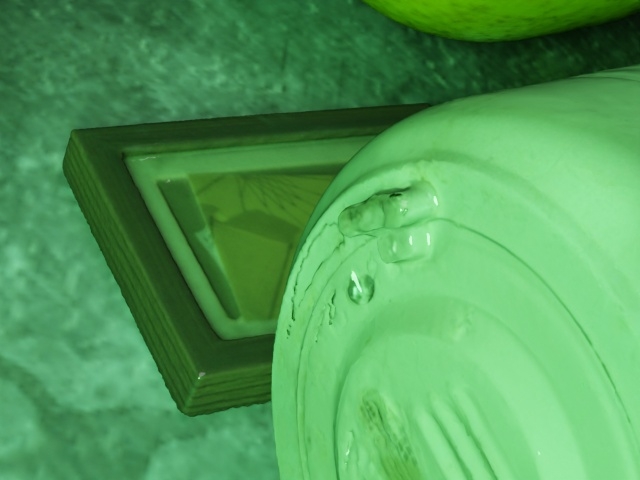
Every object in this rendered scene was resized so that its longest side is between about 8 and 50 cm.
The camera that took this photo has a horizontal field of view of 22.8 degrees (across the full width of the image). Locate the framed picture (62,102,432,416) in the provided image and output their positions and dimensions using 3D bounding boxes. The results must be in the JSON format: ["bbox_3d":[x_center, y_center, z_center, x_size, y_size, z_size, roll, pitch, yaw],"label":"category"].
[{"bbox_3d":[0.000,0.000,0.618,0.168,0.023,0.128,-7,50,-31],"label":"framed picture"}]

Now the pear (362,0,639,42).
[{"bbox_3d":[0.098,-0.224,0.712,0.294,0.294,0.294,13,42,-12],"label":"pear"}]

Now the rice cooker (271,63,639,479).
[{"bbox_3d":[0.121,0.052,0.486,0.244,0.226,0.226,-16,55,-35],"label":"rice cooker"}]
